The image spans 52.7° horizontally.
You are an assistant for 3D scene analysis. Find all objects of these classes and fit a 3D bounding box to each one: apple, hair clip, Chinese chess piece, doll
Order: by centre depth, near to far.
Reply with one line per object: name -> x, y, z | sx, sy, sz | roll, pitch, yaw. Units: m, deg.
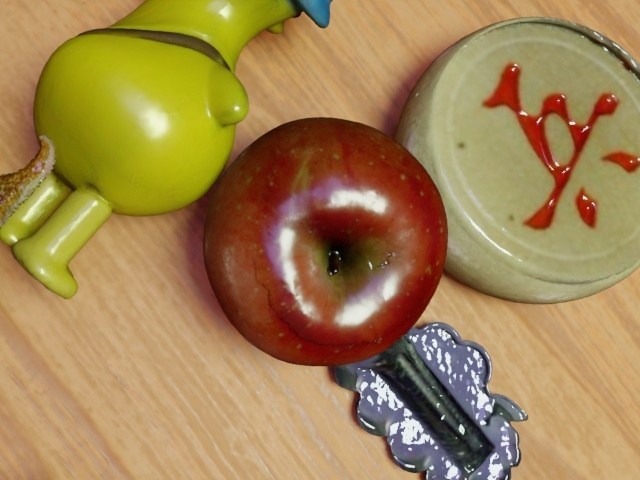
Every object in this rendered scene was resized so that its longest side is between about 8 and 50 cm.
apple -> 0.000, 0.000, 0.481 | 0.180, 0.168, 0.181 | 0, 92, -15
doll -> -0.113, -0.133, 0.489 | 0.199, 0.145, 0.363 | 29, 77, 35
hair clip -> 0.100, 0.135, 0.543 | 0.124, 0.052, 0.195 | -44, 96, -9
Chinese chess piece -> 0.186, -0.068, 0.567 | 0.249, 0.103, 0.250 | 2, 78, -12

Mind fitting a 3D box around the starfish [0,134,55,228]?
starfish -> -0.266, -0.016, 0.441 | 0.240, 0.043, 0.227 | -23, 64, 22
